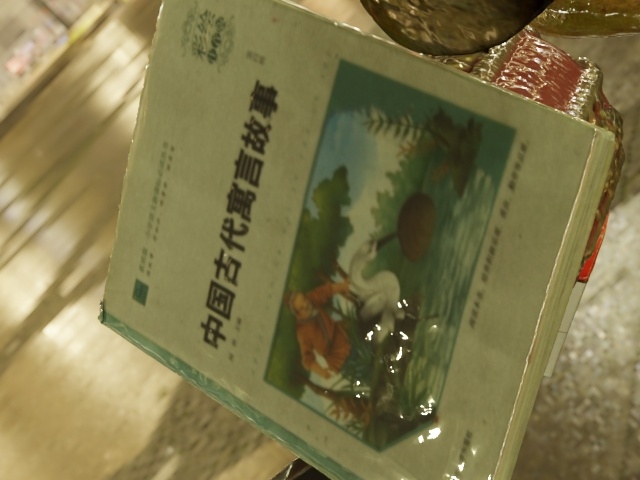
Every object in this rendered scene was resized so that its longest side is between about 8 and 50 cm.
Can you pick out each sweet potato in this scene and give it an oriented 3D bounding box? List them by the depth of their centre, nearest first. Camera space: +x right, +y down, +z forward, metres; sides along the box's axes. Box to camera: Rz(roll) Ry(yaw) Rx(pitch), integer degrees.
[{"bbox_3d":[0.223,-0.221,1.389,0.244,0.077,0.077,24,63,33],"label":"sweet potato"}]

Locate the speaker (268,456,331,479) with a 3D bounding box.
[{"bbox_3d":[0.015,0.281,1.103,0.192,0.231,0.153,-40,57,-1],"label":"speaker"}]

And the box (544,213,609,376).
[{"bbox_3d":[0.160,0.035,1.326,0.245,0.139,0.035,98,-171,-58],"label":"box"}]

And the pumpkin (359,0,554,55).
[{"bbox_3d":[0.018,-0.196,0.621,0.149,0.130,0.254,-26,49,47],"label":"pumpkin"}]

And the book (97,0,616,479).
[{"bbox_3d":[0.000,0.000,0.736,0.283,0.025,0.214,26,109,40],"label":"book"}]

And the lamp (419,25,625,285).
[{"bbox_3d":[0.104,-0.039,0.976,0.177,0.177,0.274,-38,7,27],"label":"lamp"}]
